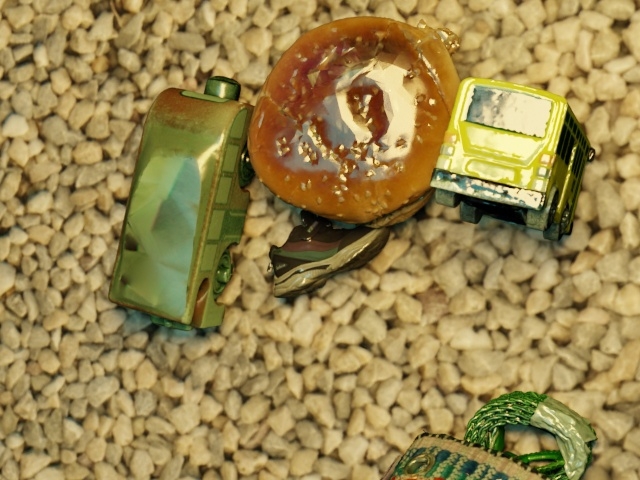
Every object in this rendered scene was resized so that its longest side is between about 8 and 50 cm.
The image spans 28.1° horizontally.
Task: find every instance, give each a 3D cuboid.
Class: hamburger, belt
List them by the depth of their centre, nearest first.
[{"bbox_3d":[0.174,0.350,1.436,0.295,0.160,0.207,32,144,16],"label":"belt"},{"bbox_3d":[0.244,0.241,1.493,0.151,0.079,0.121,6,93,18],"label":"belt"},{"bbox_3d":[0.053,-0.143,1.507,0.286,0.146,0.243,-32,79,7],"label":"hamburger"}]

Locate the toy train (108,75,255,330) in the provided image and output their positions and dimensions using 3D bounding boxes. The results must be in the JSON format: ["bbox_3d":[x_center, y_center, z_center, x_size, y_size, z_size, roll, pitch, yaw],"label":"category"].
[{"bbox_3d":[-0.164,-0.047,1.589,0.129,0.159,0.326,15,95,16],"label":"toy train"}]

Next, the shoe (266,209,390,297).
[{"bbox_3d":[0.000,0.000,1.581,0.169,0.071,0.099,-29,76,18],"label":"shoe"}]

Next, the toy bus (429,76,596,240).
[{"bbox_3d":[0.219,-0.086,1.404,0.128,0.262,0.150,14,89,18],"label":"toy bus"}]
